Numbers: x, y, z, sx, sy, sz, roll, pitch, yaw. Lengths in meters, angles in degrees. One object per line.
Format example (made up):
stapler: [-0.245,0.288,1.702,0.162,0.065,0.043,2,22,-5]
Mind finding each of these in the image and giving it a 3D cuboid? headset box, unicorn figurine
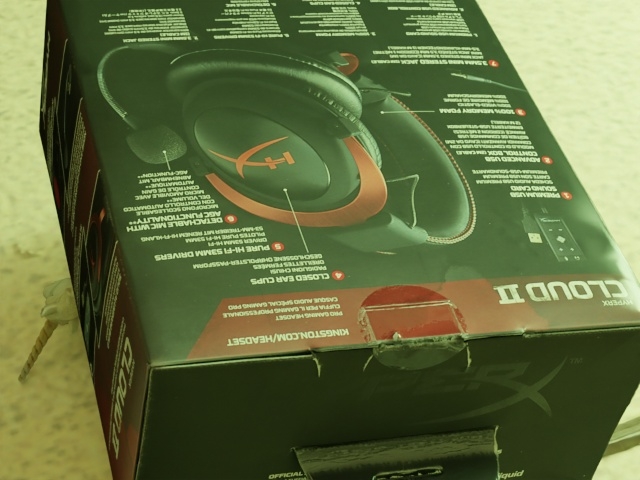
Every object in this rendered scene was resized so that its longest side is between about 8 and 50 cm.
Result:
headset box: [0.000,0.000,0.692,0.218,0.110,0.293,-4,44,-18]
unicorn figurine: [-0.093,-0.006,0.793,0.162,0.060,0.111,-16,40,-10]
